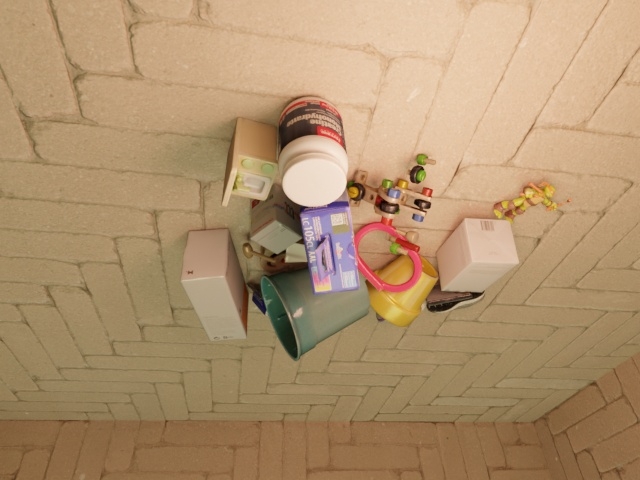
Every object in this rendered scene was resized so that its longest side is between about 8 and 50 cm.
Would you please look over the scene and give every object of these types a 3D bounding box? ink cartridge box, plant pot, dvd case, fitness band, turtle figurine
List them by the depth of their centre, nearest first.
[{"bbox_3d":[0.027,-0.018,1.388,0.151,0.395,0.270,-9,114,1],"label":"ink cartridge box"},{"bbox_3d":[-0.149,-0.071,1.534,0.128,0.176,0.127,-32,132,30],"label":"ink cartridge box"},{"bbox_3d":[0.721,-0.144,1.583,0.269,0.087,0.217,10,151,-39],"label":"turtle figurine"},{"bbox_3d":[0.247,0.066,1.699,0.209,0.054,0.291,-42,90,15],"label":"fitness band"},{"bbox_3d":[-0.011,0.235,1.741,0.333,0.341,0.341,-20,144,-19],"label":"plant pot"},{"bbox_3d":[0.338,0.177,1.838,0.253,0.254,0.239,24,117,-29],"label":"plant pot"},{"bbox_3d":[0.532,0.221,1.922,0.180,0.253,0.022,-13,95,9],"label":"dvd case"},{"bbox_3d":[-0.182,0.304,1.992,0.332,0.165,0.065,33,90,-34],"label":"ink cartridge box"}]

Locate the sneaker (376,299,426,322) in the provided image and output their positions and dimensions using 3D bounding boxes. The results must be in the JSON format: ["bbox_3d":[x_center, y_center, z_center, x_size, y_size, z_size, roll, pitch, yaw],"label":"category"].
[{"bbox_3d":[0.390,0.307,2.075,0.152,0.114,0.305,12,155,-28],"label":"sneaker"}]

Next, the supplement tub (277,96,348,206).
[{"bbox_3d":[-0.023,-0.248,1.258,0.191,0.272,0.191,-3,140,-2],"label":"supplement tub"}]

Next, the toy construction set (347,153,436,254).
[{"bbox_3d":[0.218,-0.114,1.515,0.237,0.257,0.309,24,136,38],"label":"toy construction set"}]

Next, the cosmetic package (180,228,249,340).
[{"bbox_3d":[-0.398,0.187,1.783,0.161,0.230,0.453,-5,141,0],"label":"cosmetic package"}]

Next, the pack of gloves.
[{"bbox_3d":[0.000,0.000,1.633,0.231,0.046,0.195,2,114,-25],"label":"pack of gloves"}]

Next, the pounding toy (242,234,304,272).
[{"bbox_3d":[-0.154,0.071,1.718,0.269,0.155,0.154,-1,136,-3],"label":"pounding toy"}]

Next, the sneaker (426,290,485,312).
[{"bbox_3d":[0.621,0.280,2.076,0.271,0.100,0.108,-18,143,17],"label":"sneaker"}]

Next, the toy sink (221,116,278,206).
[{"bbox_3d":[-0.200,-0.214,1.315,0.131,0.234,0.153,11,137,-17],"label":"toy sink"}]

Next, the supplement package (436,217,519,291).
[{"bbox_3d":[0.577,0.063,1.710,0.177,0.176,0.293,3,153,-8],"label":"supplement package"}]
